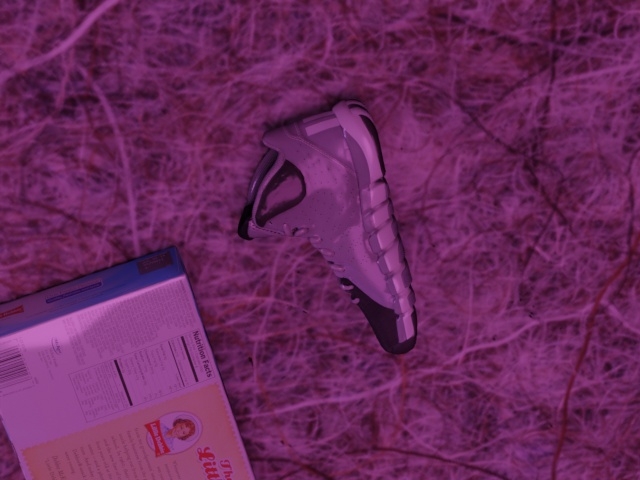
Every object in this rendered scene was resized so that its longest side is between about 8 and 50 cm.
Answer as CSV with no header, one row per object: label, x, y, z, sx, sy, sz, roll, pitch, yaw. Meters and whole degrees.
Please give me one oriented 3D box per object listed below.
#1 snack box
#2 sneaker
snack box,-0.163,0.179,1.674,0.187,0.060,0.322,-19,119,-5
sneaker,0.000,0.000,1.625,0.132,0.086,0.228,-14,108,-2
